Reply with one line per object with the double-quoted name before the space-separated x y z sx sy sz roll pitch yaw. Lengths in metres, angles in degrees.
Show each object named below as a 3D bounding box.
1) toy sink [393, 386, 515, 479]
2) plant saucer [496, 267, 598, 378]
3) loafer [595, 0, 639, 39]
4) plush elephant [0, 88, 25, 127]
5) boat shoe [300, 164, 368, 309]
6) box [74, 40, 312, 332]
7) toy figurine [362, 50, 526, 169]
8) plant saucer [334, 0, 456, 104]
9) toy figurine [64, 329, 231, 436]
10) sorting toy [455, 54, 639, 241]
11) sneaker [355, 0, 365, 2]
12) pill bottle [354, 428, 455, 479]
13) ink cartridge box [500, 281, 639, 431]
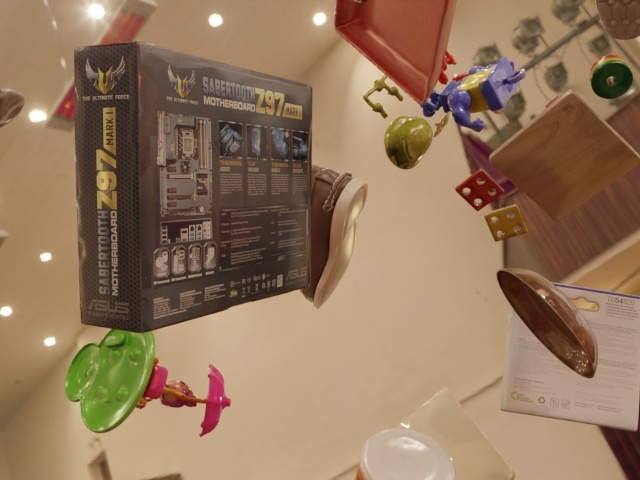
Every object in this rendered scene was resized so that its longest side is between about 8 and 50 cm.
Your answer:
"toy sink" 0.280 0.444 1.411 0.153 0.234 0.131 -41 -45 0
"plant saucer" 0.333 0.109 1.012 0.036 0.198 0.198 -38 -26 -4
"loafer" 0.503 -0.489 1.137 0.112 0.111 0.319 6 -51 26
"plush elephant" -0.622 -0.274 1.088 0.255 0.330 0.272 -5 0 -2
"boat shoe" 0.000 0.000 1.197 0.116 0.096 0.324 -54 -15 -34
"box" -0.082 -0.041 0.540 0.059 0.183 0.232 4 7 26
"toy figurine" 0.271 -0.295 1.323 0.217 0.191 0.362 -7 29 40
"plant saucer" 0.109 -0.360 0.961 0.048 0.258 0.259 -15 -45 -24
"toy figurine" -0.190 0.179 0.830 0.173 0.130 0.159 -9 -31 42
"sorting toy" 0.305 -0.107 0.905 0.132 0.046 0.274 38 -56 -14
"sneaker" -0.011 -0.357 0.806 0.071 0.083 0.191 -51 -50 -30
"pill bottle" 0.093 0.363 0.911 0.121 0.121 0.221 -9 -56 -28
"ink cartridge box" 0.421 0.189 1.172 0.223 0.224 0.045 10 -10 -1
